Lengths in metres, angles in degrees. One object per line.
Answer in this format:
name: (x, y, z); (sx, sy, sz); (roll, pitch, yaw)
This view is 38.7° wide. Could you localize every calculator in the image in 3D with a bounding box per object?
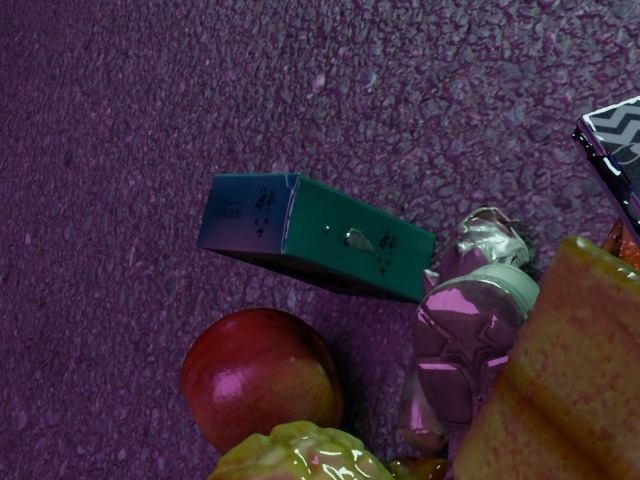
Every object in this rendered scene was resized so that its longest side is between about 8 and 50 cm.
calculator: (0.359, -0.043, 0.839); (0.166, 0.028, 0.274); (-19, 53, 1)

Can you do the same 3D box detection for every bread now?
bread: (0.323, 0.190, 0.667); (0.233, 0.362, 0.245); (-65, 15, 8)

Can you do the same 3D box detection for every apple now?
apple: (-0.061, 0.177, 1.085); (0.164, 0.209, 0.209); (-35, 48, 5)

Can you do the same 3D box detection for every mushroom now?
mushroom: (0.150, 0.098, 0.992); (0.096, 0.099, 0.278); (28, 97, 62)

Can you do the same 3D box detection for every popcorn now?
popcorn: (0.004, 0.309, 0.919); (0.332, 0.225, 0.265); (-30, 75, -17)

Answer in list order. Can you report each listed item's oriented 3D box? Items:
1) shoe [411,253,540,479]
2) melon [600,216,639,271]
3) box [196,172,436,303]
shoe: (0.189, 0.176, 0.868); (0.132, 0.210, 0.341); (-7, 101, 25)
melon: (0.318, 0.051, 0.852); (0.128, 0.079, 0.160); (5, 53, 24)
box: (0.000, 0.000, 1.065); (0.153, 0.245, 0.092); (3, 76, 46)
